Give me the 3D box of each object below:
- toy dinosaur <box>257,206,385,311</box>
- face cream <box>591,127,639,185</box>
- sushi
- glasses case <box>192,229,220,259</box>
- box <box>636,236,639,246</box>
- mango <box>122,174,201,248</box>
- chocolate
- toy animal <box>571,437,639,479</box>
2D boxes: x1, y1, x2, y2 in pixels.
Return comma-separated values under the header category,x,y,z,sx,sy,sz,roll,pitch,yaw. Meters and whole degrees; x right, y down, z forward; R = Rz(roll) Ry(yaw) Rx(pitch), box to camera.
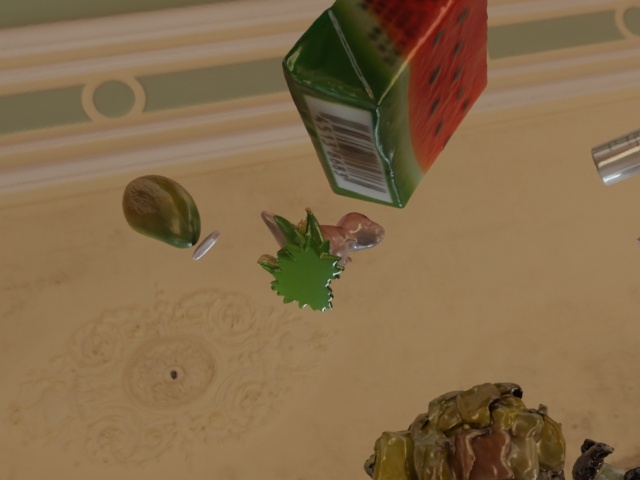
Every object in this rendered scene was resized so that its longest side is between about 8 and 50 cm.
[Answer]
category,x,y,z,sx,sy,sz,roll,pitch,yaw
toy dinosaur,-0.001,-0.006,0.992,0.194,0.152,0.177,7,-143,5
face cream,0.711,-0.207,1.321,0.092,0.311,0.092,34,-136,-41
sushi,0.197,0.364,0.957,0.328,0.329,0.285,2,-110,-50
glasses case,-0.234,0.010,1.350,0.021,0.032,0.083,39,-64,-16
box,0.680,0.008,1.341,0.050,0.117,0.036,-45,-124,10
mango,-0.339,-0.068,1.428,0.237,0.091,0.137,17,-87,31
chocolate,0.127,-0.263,1.053,0.161,0.360,0.341,30,-104,24
toy animal,0.612,0.488,1.329,0.094,0.225,0.121,28,-101,-44
